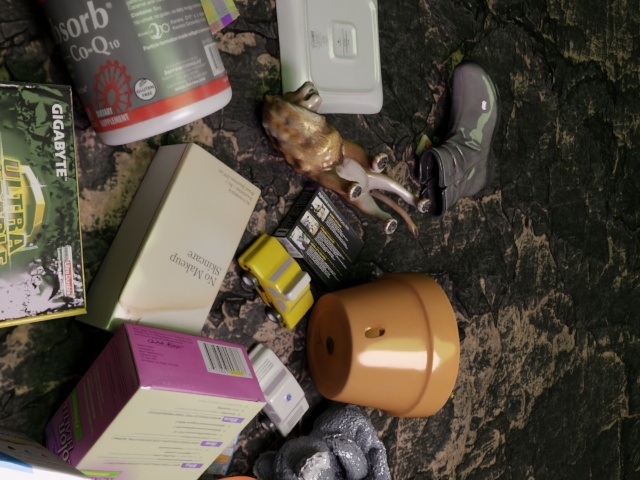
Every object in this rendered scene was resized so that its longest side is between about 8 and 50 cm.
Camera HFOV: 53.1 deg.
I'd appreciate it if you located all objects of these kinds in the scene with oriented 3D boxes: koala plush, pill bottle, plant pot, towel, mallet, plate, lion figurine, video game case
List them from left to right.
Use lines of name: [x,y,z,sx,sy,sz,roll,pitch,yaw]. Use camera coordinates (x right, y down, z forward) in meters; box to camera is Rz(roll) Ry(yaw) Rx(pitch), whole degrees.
pill bottle: [-0.278,-0.335,0.890,0.210,0.210,0.363,-34,114,-36]
video game case: [-0.207,0.379,1.140,0.119,0.015,0.167,30,73,-41]
towel: [-0.182,-0.398,1.111,0.083,0.009,0.060,-46,121,-31]
koala plush: [-0.005,0.423,1.227,0.221,0.196,0.204,4,75,-42]
plate: [0.034,-0.396,1.289,0.277,0.045,0.278,-11,101,-42]
lion figurine: [0.048,-0.134,1.247,0.142,0.240,0.392,-53,143,-7]
plant pot: [0.103,0.205,1.257,0.203,0.290,0.291,2,92,-27]
mallet: [0.341,0.313,1.637,0.062,0.039,0.190,-16,109,-43]

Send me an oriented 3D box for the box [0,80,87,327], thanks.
box: [-0.452,-0.046,0.839,0.257,0.079,0.322,-6,97,-41]

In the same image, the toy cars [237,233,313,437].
toy cars: [-0.071,0.186,1.202,0.176,0.087,0.394,1,92,-43]

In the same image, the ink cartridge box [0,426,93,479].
ink cartridge box: [-0.429,0.325,0.780,0.171,0.232,0.168,32,69,-39]

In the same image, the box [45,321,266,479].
box: [-0.244,0.257,0.944,0.213,0.117,0.243,20,118,-42]

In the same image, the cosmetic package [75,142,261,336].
cosmetic package: [-0.235,0.018,1.022,0.160,0.113,0.310,33,70,-40]

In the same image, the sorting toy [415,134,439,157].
sorting toy: [0.260,-0.224,1.533,0.062,0.012,0.083,40,66,-37]

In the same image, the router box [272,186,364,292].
router box: [0.000,0.000,1.284,0.179,0.046,0.133,50,60,-33]

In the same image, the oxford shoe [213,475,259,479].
oxford shoe: [-0.113,0.454,1.045,0.271,0.098,0.097,15,126,-29]

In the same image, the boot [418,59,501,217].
boot: [0.319,-0.237,1.505,0.222,0.118,0.339,-27,115,-38]
